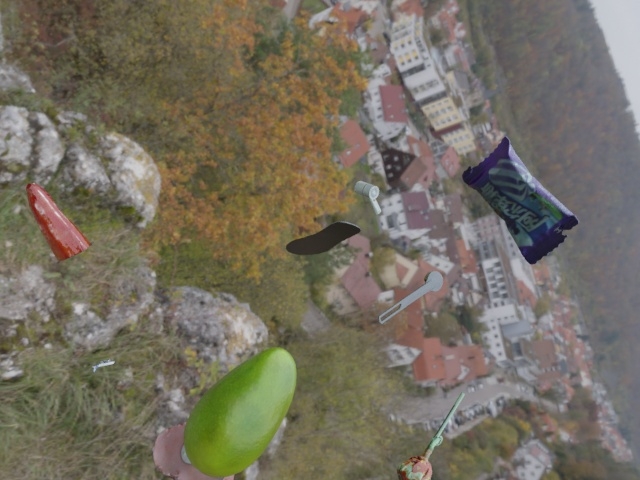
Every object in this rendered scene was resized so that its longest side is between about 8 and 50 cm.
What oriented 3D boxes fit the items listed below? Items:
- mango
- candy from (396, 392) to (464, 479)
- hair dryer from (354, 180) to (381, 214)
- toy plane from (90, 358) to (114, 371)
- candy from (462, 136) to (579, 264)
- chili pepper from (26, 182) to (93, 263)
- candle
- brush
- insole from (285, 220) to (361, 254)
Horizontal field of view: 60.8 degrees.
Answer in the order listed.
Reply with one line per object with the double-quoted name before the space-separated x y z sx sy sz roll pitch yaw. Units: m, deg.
"mango" -0.168 0.364 1.168 0.192 0.343 0.156 20 18 -44
"candy" 0.298 0.523 1.434 0.288 0.084 0.078 -56 161 -12
"hair dryer" 0.174 -0.142 1.883 0.047 0.082 0.137 -45 129 -16
"toy plane" -0.708 0.403 1.772 0.084 0.077 0.024 -19 78 -59
"candy" 0.425 -0.092 1.183 0.070 0.145 0.275 -6 55 -38
"chili pepper" -0.545 -0.042 1.109 0.169 0.088 0.065 63 24 -20
"candle" -0.440 0.770 2.003 0.287 0.316 0.131 -63 157 -8
"brush" 0.258 0.166 1.577 0.266 0.027 0.062 -29 104 -28
"insole" 0.000 0.000 1.461 0.109 0.322 0.007 17 67 -25
